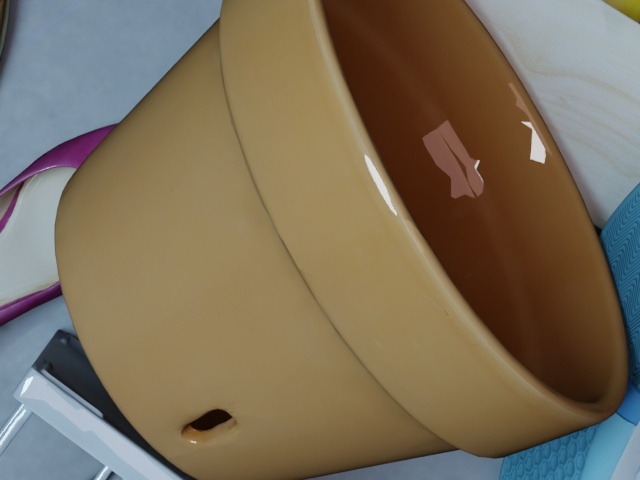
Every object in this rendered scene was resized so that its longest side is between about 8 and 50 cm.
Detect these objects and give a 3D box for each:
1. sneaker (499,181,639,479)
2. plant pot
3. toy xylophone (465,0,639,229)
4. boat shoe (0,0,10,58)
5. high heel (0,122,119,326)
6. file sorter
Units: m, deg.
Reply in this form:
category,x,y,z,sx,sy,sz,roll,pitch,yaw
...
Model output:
category,x,y,z,sx,sy,sz,roll,pitch,yaw
sneaker,0.251,0.079,0.985,0.208,0.127,0.319,9,128,-20
plant pot,0.000,0.000,0.879,0.203,0.291,0.291,-28,94,22
toy xylophone,0.124,-0.073,1.032,0.322,0.081,0.236,39,98,-7
boat shoe,-0.277,-0.059,0.967,0.122,0.120,0.324,25,87,-6
high heel,-0.181,0.003,0.980,0.244,0.117,0.082,-29,93,-6
file sorter,-0.094,0.208,0.956,0.277,0.193,0.173,38,89,-5
